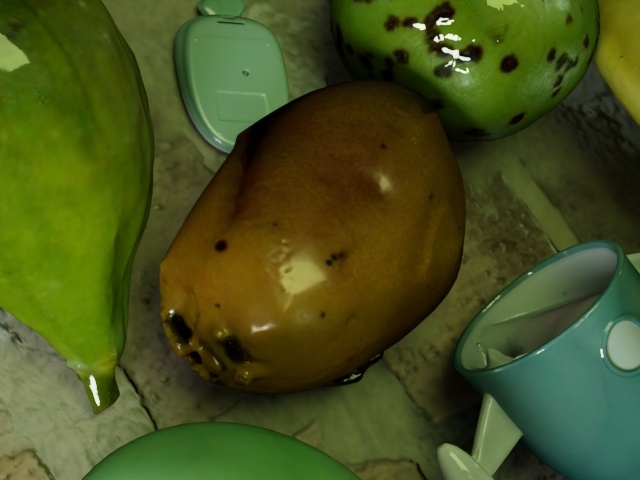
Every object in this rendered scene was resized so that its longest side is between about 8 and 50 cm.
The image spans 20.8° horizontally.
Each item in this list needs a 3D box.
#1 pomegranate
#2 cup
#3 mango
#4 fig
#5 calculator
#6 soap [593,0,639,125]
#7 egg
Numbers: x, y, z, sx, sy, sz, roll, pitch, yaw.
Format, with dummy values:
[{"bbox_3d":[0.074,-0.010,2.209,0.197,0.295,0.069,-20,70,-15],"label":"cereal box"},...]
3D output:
[{"bbox_3d":[0.127,-0.224,1.413,0.231,0.286,0.231,13,40,-11],"label":"pomegranate"},{"bbox_3d":[0.215,0.113,1.356,0.300,0.167,0.173,-45,105,-20],"label":"cup"},{"bbox_3d":[0.000,0.000,1.316,0.201,0.152,0.287,34,52,6],"label":"mango"},{"bbox_3d":[-0.222,-0.057,1.247,0.233,0.314,0.233,-12,39,10],"label":"fig"},{"bbox_3d":[-0.072,-0.139,1.433,0.095,0.021,0.153,2,67,-25],"label":"calculator"},{"bbox_3d":[0.395,-0.139,1.578,0.427,0.115,0.306,-18,68,-51],"label":"soap"},{"bbox_3d":[-0.047,0.235,1.125,0.270,0.220,0.220,28,56,-11],"label":"egg"}]
